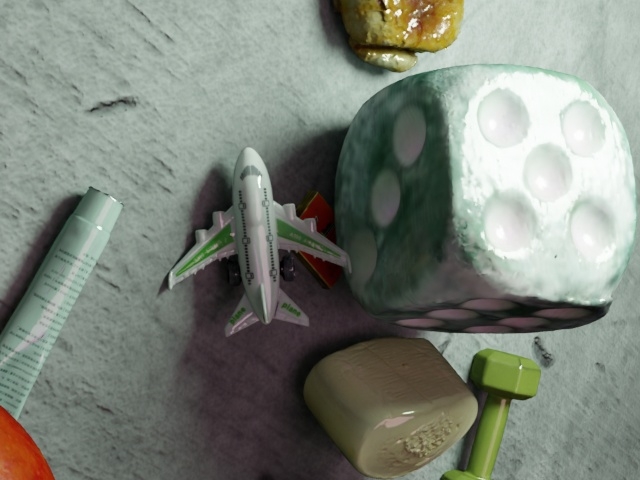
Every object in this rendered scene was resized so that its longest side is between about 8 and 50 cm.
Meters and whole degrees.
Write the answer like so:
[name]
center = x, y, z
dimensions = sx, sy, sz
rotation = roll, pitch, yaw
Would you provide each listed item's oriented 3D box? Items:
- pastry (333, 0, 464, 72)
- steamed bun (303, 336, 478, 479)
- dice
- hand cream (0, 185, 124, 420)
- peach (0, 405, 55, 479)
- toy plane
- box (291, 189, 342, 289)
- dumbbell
[pastry]
center = 0.128, -0.367, 1.615
dimensions = 0.218, 0.100, 0.229
rotation = 24, 85, -42
[steamed bun]
center = 0.103, 0.257, 1.666
dimensions = 0.250, 0.200, 0.155
rotation = -5, 126, -37
[dice]
center = 0.230, -0.045, 1.557
dimensions = 0.330, 0.328, 0.348
rotation = 2, 79, -27
[hand cream]
center = -0.340, 0.089, 1.329
dimensions = 0.085, 0.058, 0.331
rotation = 35, 76, -42
[peach]
center = -0.434, 0.316, 1.100
dimensions = 0.388, 0.388, 0.388
rotation = -10, 105, -39
[toy plane]
center = -0.089, 0.000, 1.496
dimensions = 0.251, 0.101, 0.255
rotation = -6, 89, -4
[box]
center = 0.000, 0.000, 1.632
dimensions = 0.090, 0.023, 0.133
rotation = -55, 129, -21
[dumbbell]
center = 0.296, 0.345, 1.905
dimensions = 0.108, 0.121, 0.302
rotation = 16, 87, -13
